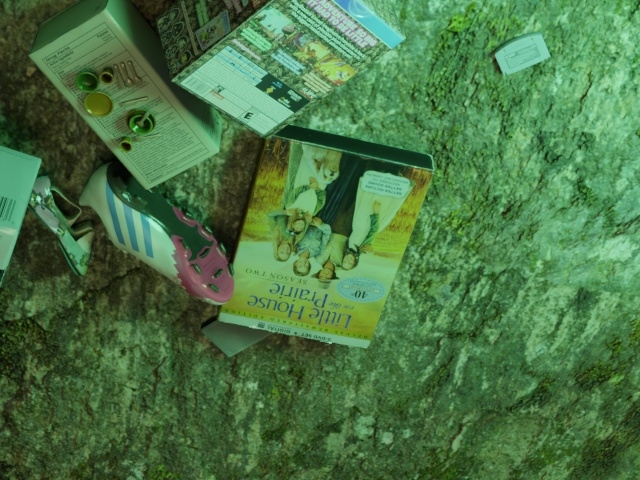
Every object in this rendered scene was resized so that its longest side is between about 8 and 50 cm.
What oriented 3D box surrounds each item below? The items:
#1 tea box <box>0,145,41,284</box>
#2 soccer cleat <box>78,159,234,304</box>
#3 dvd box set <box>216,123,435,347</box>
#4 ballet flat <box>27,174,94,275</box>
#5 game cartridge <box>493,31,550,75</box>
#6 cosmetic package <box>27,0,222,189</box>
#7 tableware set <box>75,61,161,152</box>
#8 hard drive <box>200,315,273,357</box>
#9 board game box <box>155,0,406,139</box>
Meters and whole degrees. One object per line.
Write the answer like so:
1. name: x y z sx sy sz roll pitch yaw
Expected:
1. tea box: -0.668 -0.006 1.815 0.329 0.220 0.323 18 124 -15
2. soccer cleat: -0.294 -0.003 2.028 0.143 0.116 0.331 -30 108 38
3. dvd box set: 0.000 0.000 2.061 0.307 0.062 0.420 12 123 -10
4. ballet flat: -0.462 -0.029 2.045 0.079 0.077 0.221 -30 125 -3
5. game cartridge: 0.333 -0.312 1.867 0.083 0.017 0.056 -21 129 15
6. cosmetic package: -0.312 -0.249 1.844 0.160 0.113 0.309 -25 124 18
7. tableware set: -0.324 -0.209 1.789 0.104 0.024 0.154 -11 128 8
8. hard drive: -0.156 0.170 2.230 0.135 0.022 0.094 -30 122 20
9. board game box: -0.063 -0.325 1.722 0.291 0.141 0.232 -33 144 22
